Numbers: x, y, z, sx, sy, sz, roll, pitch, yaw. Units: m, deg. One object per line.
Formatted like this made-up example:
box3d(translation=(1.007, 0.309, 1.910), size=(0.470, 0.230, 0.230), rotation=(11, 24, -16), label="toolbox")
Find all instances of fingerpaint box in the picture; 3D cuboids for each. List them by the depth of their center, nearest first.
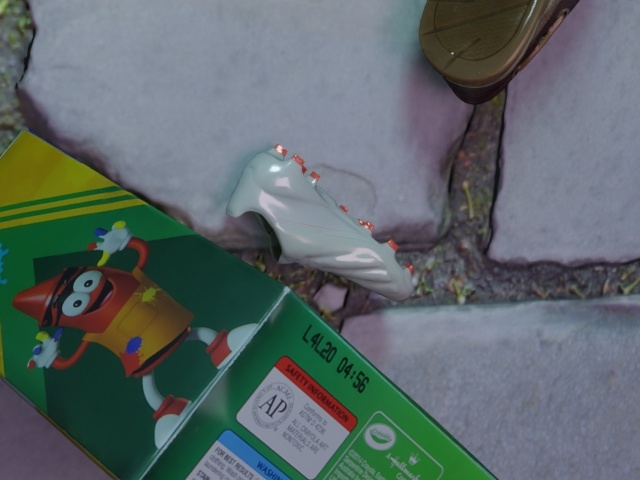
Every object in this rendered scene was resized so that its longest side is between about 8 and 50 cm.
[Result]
box3d(translation=(-0.039, 0.146, 1.294), size=(0.163, 0.371, 0.445), rotation=(-52, 128, -8), label="fingerpaint box")

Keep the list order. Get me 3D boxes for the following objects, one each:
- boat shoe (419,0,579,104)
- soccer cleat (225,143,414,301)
box3d(translation=(0.198, -0.267, 1.505), size=(0.342, 0.123, 0.123), rotation=(-62, 160, -8), label="boat shoe")
box3d(translation=(0.000, 0.000, 1.473), size=(0.196, 0.068, 0.076), rotation=(41, 85, -32), label="soccer cleat")
